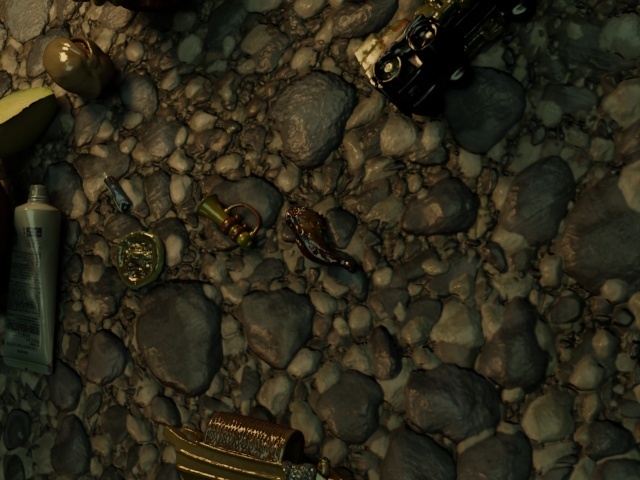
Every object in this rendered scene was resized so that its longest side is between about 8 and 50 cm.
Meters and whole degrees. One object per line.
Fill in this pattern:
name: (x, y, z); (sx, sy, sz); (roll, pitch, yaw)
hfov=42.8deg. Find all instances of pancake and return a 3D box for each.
pancake: (-0.309, 0.030, 1.393); (0.108, 0.017, 0.107); (-2, 86, 28)

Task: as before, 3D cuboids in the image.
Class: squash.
squash: (-0.586, -0.212, 1.532); (0.192, 0.085, 0.184); (-38, 33, -26)

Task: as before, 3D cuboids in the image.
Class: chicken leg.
chicken leg: (-0.004, 0.003, 1.232); (0.062, 0.037, 0.145); (-36, 66, 4)

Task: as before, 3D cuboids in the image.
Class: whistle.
whistle: (-0.140, -0.033, 1.310); (0.109, 0.057, 0.046); (36, 145, 18)

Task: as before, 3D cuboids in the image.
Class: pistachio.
pistachio: (-0.436, -0.312, 1.465); (0.149, 0.113, 0.113); (28, 96, 45)

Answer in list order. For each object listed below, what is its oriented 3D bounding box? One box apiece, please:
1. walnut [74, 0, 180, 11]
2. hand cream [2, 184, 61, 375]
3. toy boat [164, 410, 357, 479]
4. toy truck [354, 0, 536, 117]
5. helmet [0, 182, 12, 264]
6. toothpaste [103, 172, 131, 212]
walnut: (-0.347, -0.500, 1.383); (0.243, 0.222, 0.269); (-52, 49, 3)
hand cream: (-0.518, 0.068, 1.479); (0.125, 0.078, 0.340); (5, 93, 27)
toy boat: (-0.093, 0.320, 1.199); (0.310, 0.089, 0.115); (5, 82, 28)
toy truck: (0.174, -0.300, 1.133); (0.257, 0.127, 0.127); (-42, 52, 15)
helmet: (-0.684, -0.058, 1.463); (0.385, 0.337, 0.230); (34, 73, 12)
toothpaste: (-0.361, -0.087, 1.436); (0.027, 0.019, 0.083); (-37, 71, 0)
